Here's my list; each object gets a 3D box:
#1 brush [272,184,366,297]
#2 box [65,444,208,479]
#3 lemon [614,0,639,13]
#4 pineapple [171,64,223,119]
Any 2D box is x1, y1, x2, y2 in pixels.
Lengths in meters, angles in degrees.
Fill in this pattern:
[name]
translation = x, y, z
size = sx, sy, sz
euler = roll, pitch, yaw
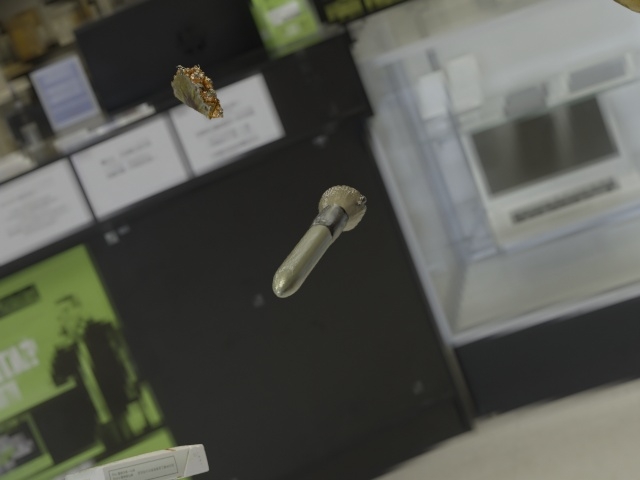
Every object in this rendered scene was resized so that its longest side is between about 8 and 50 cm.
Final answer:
[brush]
translation = 0.000, 0.000, 1.345
size = 0.042, 0.039, 0.299
euler = 26, 17, 2
[box]
translation = -0.222, 0.281, 1.955
size = 0.154, 0.040, 0.084
euler = -6, -12, -43
[lemon]
translation = 0.285, -0.286, 1.297
size = 0.204, 0.204, 0.260
euler = -21, 55, 0
[pineapple]
translation = -0.122, -0.147, 1.564
size = 0.019, 0.045, 0.083
euler = -20, 35, -27
